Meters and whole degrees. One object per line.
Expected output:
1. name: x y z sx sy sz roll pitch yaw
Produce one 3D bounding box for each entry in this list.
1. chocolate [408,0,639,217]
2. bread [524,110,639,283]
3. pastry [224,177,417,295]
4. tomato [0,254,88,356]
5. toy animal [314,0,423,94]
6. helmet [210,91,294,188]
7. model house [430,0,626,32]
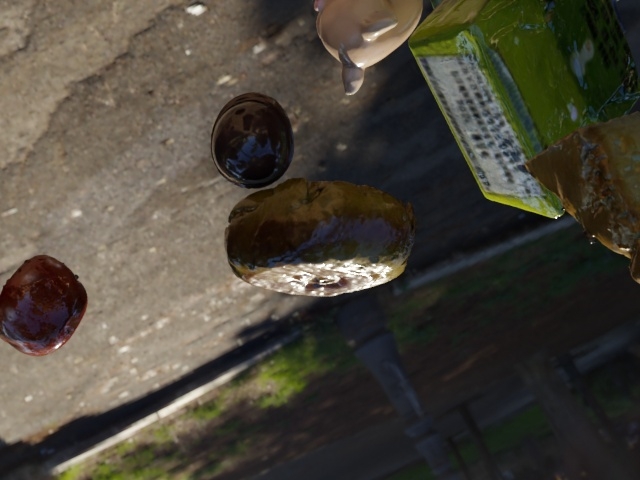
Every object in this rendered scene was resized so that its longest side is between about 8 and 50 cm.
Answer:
1. chocolate: 0.274 -0.229 1.210 0.137 0.301 0.289 -1 -139 46
2. bread: 0.199 -0.025 0.587 0.084 0.109 0.080 -21 171 -14
3. pastry: 0.000 0.000 1.658 0.356 0.163 0.356 -2 164 -1
4. tomato: -0.386 0.104 1.322 0.139 0.091 0.159 -53 162 -26
5. toy animal: 0.081 -0.452 1.755 0.256 0.213 0.195 -49 174 -35
6. helmet: -0.125 -0.180 1.624 0.155 0.175 0.106 14 -178 2
7. model house: 0.372 -0.411 1.601 0.280 0.245 0.312 -23 -168 21
